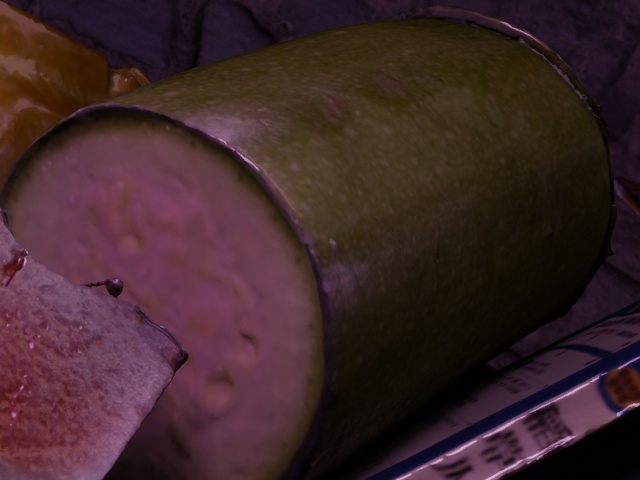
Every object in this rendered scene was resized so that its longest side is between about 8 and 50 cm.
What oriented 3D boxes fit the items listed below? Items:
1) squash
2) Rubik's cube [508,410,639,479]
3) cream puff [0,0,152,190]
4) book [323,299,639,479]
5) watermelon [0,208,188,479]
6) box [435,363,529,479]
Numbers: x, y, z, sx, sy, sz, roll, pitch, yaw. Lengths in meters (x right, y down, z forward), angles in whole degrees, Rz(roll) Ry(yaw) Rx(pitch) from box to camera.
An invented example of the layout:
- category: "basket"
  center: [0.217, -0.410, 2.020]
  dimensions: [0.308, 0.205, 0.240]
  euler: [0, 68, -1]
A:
- category: "squash"
  center: [0.000, 0.000, 1.258]
  dimensions: [0.263, 0.263, 0.384]
  euler: [32, 30, 21]
- category: "Rubik's cube"
  center: [0.252, 0.260, 1.306]
  dimensions: [0.368, 0.358, 0.387]
  euler: [37, -13, -5]
- category: "cream puff"
  center: [-0.246, -0.050, 1.394]
  dimensions: [0.378, 0.275, 0.378]
  euler: [49, -9, 11]
- category: "book"
  center: [0.082, 0.123, 1.206]
  dimensions: [0.039, 0.428, 0.300]
  euler: [63, -1, 1]
- category: "watermelon"
  center: [-0.236, 0.033, 1.054]
  dimensions: [0.305, 0.180, 0.224]
  euler: [39, -4, -4]
- category: "box"
  center: [0.025, 0.174, 1.763]
  dimensions: [0.345, 0.251, 0.204]
  euler: [33, -1, -29]
